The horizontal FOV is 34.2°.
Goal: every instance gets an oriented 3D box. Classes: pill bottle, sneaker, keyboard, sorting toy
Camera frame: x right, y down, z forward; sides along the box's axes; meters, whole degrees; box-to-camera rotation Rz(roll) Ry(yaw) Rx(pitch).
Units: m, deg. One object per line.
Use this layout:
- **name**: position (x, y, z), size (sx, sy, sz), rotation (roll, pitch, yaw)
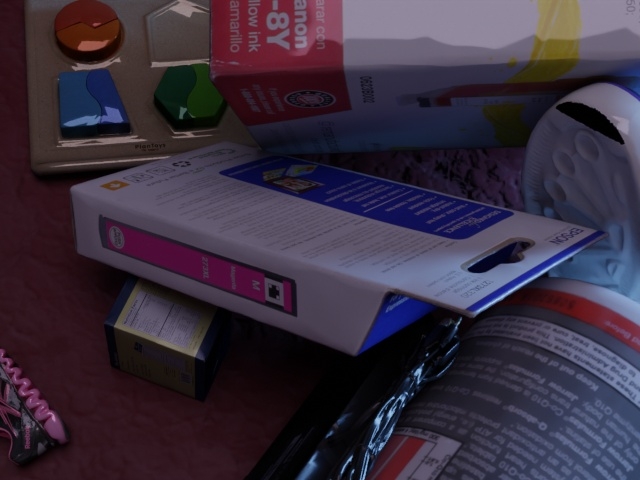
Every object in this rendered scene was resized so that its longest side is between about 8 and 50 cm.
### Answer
- **pill bottle**: position (0.106, 0.212, 0.692), size (0.210, 0.210, 0.363), rotation (37, 62, 15)
- **sneaker**: position (-0.248, 0.124, 0.806), size (0.057, 0.047, 0.119), rotation (-40, 69, -13)
- **keyboard**: position (0.001, 0.147, 0.696), size (0.033, 0.201, 0.317), rotation (46, 47, -5)
- **sorting toy**: position (-0.123, -0.170, 0.991), size (0.307, 0.041, 0.229), rotation (-5, 60, -9)
- **sneaker**: position (0.288, -0.045, 0.803), size (0.236, 0.323, 0.130), rotation (-37, 48, -15)

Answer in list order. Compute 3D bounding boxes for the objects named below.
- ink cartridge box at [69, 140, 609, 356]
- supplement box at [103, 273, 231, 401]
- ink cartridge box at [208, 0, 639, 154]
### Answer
- **ink cartridge box**: position (0.000, 0.000, 0.762), size (0.371, 0.069, 0.176), rotation (14, 25, 38)
- **supplement box**: position (-0.119, 0.075, 0.822), size (0.083, 0.083, 0.056), rotation (20, 59, 5)
- **ink cartridge box**: position (0.126, -0.170, 0.802), size (0.385, 0.279, 0.160), rotation (-2, 83, 5)
